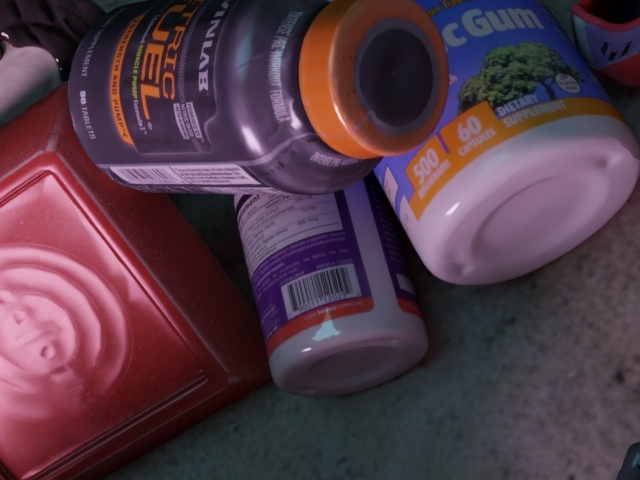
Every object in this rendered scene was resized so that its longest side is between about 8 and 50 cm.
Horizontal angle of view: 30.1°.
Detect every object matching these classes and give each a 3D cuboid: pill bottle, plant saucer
[{"bbox_3d":[0.082,-0.118,0.791,0.152,0.152,0.272,-35,60,14],"label":"pill bottle"},{"bbox_3d":[-0.038,-0.092,0.715,0.245,0.130,0.130,3,73,50],"label":"pill bottle"},{"bbox_3d":[0.000,0.000,0.820,0.108,0.108,0.193,-24,62,20],"label":"pill bottle"},{"bbox_3d":[-0.198,0.062,0.845,0.259,0.258,0.048,-32,15,15],"label":"plant saucer"}]

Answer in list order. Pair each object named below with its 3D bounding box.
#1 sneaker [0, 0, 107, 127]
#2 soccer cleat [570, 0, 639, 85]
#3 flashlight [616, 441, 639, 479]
[{"bbox_3d":[-0.287,-0.042,0.960,0.410,0.158,0.182,-60,33,20],"label":"sneaker"},{"bbox_3d":[0.246,-0.213,0.768,0.083,0.095,0.248,34,91,34],"label":"soccer cleat"},{"bbox_3d":[0.258,0.063,0.663,0.103,0.103,0.304,-178,109,-76],"label":"flashlight"}]
